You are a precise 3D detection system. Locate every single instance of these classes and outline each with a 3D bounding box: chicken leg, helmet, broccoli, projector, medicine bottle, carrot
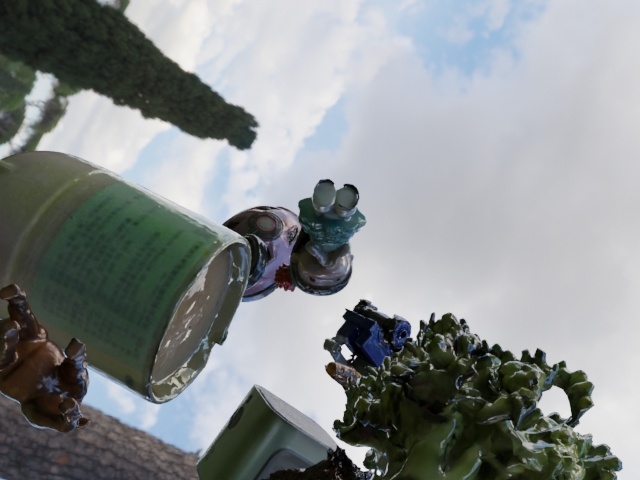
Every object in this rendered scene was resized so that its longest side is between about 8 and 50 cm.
[{"bbox_3d":[-0.004,0.459,1.212,0.234,0.063,0.105,-30,-105,25],"label":"chicken leg"},{"bbox_3d":[-0.143,0.012,1.397,0.198,0.154,0.253,42,-100,19],"label":"helmet"},{"bbox_3d":[0.181,0.262,0.793,0.324,0.334,0.272,-32,173,-1],"label":"broccoli"},{"bbox_3d":[-0.117,0.526,1.511,0.249,0.248,0.248,-54,-161,-6],"label":"projector"},{"bbox_3d":[-0.319,0.017,0.833,0.406,0.236,0.235,25,-95,11],"label":"medicine bottle"},{"bbox_3d":[0.086,0.300,1.248,0.059,0.248,0.059,-29,-147,21],"label":"carrot"}]

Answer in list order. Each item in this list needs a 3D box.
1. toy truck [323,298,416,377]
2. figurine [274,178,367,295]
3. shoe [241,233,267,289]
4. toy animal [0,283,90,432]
[{"bbox_3d":[0.122,0.253,1.463,0.177,0.213,0.161,-46,-147,-18],"label":"toy truck"},{"bbox_3d":[0.000,0.000,1.101,0.245,0.138,0.110,102,-1,-47],"label":"figurine"},{"bbox_3d":[-0.197,0.054,1.002,0.241,0.093,0.108,-29,-131,26],"label":"shoe"},{"bbox_3d":[-0.295,0.082,0.572,0.066,0.224,0.230,-45,-169,-34],"label":"toy animal"}]
